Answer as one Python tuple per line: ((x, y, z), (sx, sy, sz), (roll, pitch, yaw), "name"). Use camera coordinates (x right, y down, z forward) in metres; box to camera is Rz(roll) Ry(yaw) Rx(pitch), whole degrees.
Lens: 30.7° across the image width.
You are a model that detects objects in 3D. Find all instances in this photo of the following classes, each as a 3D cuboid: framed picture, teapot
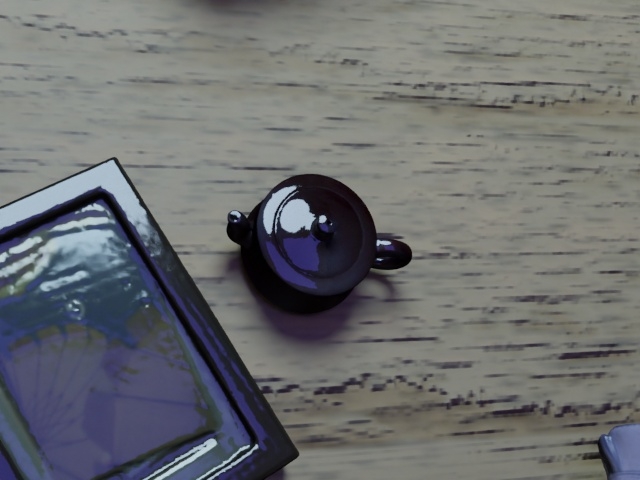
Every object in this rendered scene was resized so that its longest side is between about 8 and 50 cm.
((-0.106, 0.058, 0.526), (0.128, 0.023, 0.168), (-28, 80, -29), "framed picture")
((0.000, 0.000, 0.580), (0.100, 0.045, 0.068), (9, 67, -17), "teapot")

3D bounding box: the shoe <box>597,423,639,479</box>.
((0.253, 0.141, 0.594), (0.245, 0.095, 0.137), (-10, 75, -18), "shoe")
